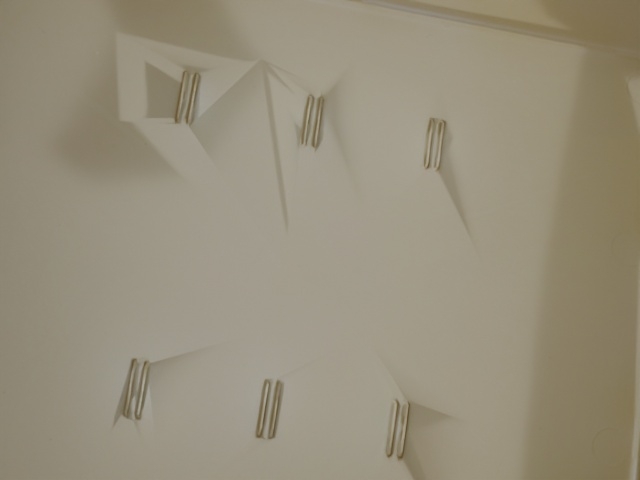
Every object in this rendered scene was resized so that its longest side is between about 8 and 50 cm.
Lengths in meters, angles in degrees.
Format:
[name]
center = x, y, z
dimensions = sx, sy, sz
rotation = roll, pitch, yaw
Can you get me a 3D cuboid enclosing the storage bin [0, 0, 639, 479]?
[storage bin]
center = 0.000, 0.000, 0.298
dimensions = 0.262, 0.123, 0.260
rotation = 10, 79, -7
